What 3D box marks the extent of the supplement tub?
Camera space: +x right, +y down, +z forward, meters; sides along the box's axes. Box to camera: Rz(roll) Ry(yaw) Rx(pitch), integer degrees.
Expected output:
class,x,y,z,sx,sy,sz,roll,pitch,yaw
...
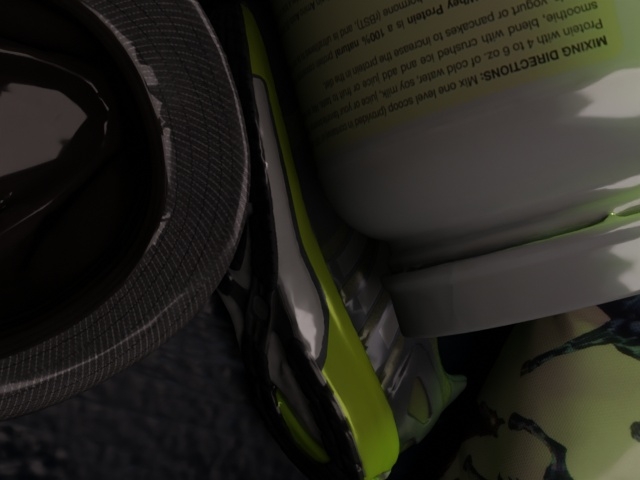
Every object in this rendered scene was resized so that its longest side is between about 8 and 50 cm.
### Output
class,x,y,z,sx,sy,sz,roll,pitch,yaw
supplement tub,0.091,-0.135,0.541,0.235,0.235,0.325,-15,89,-18

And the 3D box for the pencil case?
class,x,y,z,sx,sy,sz,roll,pitch,yaw
pencil case,0.158,0.167,0.703,0.160,0.183,0.410,27,91,-24

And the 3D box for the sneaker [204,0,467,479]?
class,x,y,z,sx,sy,sz,roll,pitch,yaw
sneaker,0.000,0.000,0.659,0.121,0.111,0.300,-30,112,-34

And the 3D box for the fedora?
class,x,y,z,sx,sy,sz,roll,pitch,yaw
fedora,-0.181,-0.039,0.552,0.275,0.124,0.244,-24,107,-7
